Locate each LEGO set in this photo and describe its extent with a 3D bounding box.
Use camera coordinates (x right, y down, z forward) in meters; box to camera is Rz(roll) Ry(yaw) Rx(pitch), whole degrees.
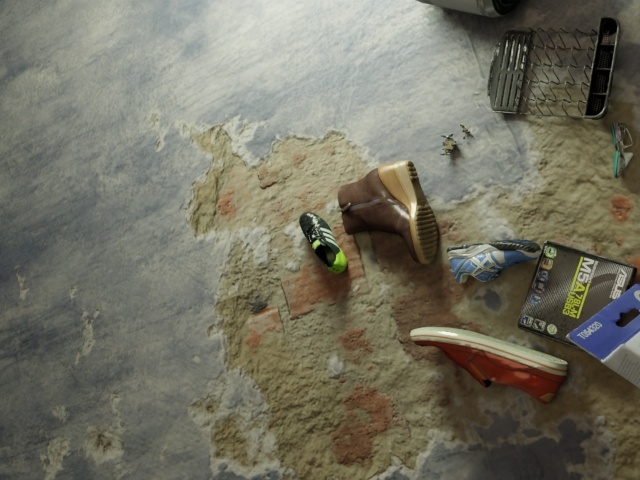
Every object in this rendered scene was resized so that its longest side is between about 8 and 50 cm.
[{"bbox_3d":[0.294,-0.216,1.932,0.083,0.023,0.054,-29,71,9],"label":"LEGO set"}]

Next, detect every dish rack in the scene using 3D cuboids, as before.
[{"bbox_3d":[0.475,-0.353,1.817,0.271,0.074,0.208,9,86,30],"label":"dish rack"}]

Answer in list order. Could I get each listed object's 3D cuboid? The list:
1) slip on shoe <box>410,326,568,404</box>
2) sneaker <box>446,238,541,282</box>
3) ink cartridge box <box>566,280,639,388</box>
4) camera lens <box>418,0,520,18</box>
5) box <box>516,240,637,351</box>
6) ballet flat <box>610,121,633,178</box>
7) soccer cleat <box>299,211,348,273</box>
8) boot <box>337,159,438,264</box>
[{"bbox_3d":[0.331,0.246,1.788,0.331,0.123,0.101,16,95,26],"label":"slip on shoe"},{"bbox_3d":[0.363,0.042,1.822,0.211,0.080,0.081,-8,88,43],"label":"sneaker"},{"bbox_3d":[0.644,0.179,1.504,0.330,0.324,0.071,37,130,28],"label":"ink cartridge box"},{"bbox_3d":[0.302,-0.602,1.866,0.274,0.219,0.219,22,93,30],"label":"camera lens"},{"bbox_3d":[0.508,0.115,1.745,0.184,0.045,0.190,20,93,33],"label":"box"},{"bbox_3d":[0.599,-0.180,1.742,0.041,0.041,0.114,-5,81,29],"label":"ballet flat"},{"bbox_3d":[0.000,0.000,2.032,0.060,0.072,0.179,-43,65,17],"label":"soccer cleat"},{"bbox_3d":[0.147,-0.043,1.967,0.207,0.090,0.248,-23,73,37],"label":"boot"}]
